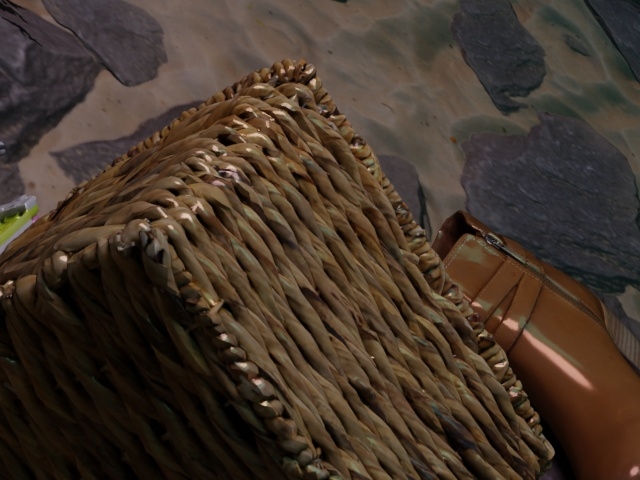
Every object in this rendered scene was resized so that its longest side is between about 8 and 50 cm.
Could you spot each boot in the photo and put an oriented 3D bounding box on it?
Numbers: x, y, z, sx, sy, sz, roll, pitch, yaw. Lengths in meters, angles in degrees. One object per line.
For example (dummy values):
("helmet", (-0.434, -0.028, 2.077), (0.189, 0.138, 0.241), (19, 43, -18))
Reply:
("boot", (0.177, 0.091, 1.334), (0.220, 0.109, 0.283), (38, 27, -11))

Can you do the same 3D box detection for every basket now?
("basket", (-0.045, 0.095, 0.920), (0.299, 0.213, 0.223), (55, 32, -13))

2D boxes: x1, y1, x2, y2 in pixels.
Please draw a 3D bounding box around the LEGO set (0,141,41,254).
("LEGO set", (-0.223, -0.053, 0.973), (0.132, 0.107, 0.287), (56, 29, -36))
